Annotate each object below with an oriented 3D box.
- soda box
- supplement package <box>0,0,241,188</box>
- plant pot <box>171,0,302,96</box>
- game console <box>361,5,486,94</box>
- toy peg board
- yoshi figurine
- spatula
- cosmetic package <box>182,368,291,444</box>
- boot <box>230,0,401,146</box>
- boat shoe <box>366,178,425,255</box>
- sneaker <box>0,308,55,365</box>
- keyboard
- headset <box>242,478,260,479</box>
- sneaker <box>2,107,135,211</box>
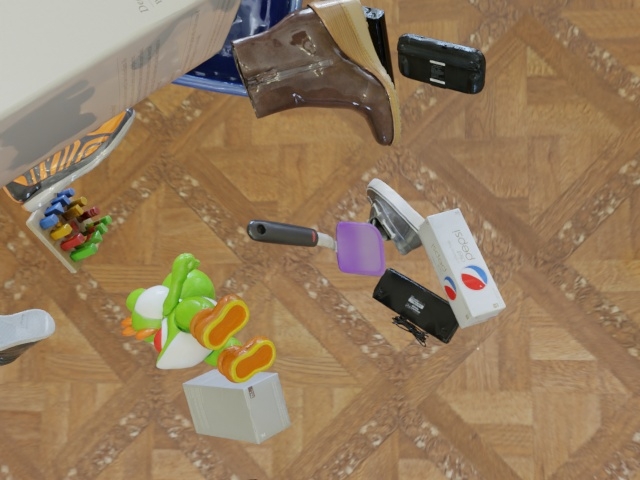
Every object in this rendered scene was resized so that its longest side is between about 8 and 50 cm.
[{"bbox_3d":[0.264,0.053,1.512,0.074,0.069,0.216,-15,67,-18],"label":"soda box"},{"bbox_3d":[-0.220,-0.143,0.508,0.293,0.177,0.175,-36,95,-14],"label":"supplement package"},{"bbox_3d":[-0.148,-0.364,1.302,0.236,0.212,0.235,9,103,-3],"label":"plant pot"},{"bbox_3d":[0.184,-0.381,1.699,0.361,0.213,0.044,22,58,28],"label":"game console"},{"bbox_3d":[-0.559,-0.041,1.817,0.079,0.161,0.160,-21,123,22],"label":"toy peg board"},{"bbox_3d":[-0.224,0.129,1.484,0.362,0.203,0.203,13,91,49],"label":"yoshi figurine"},{"bbox_3d":[0.000,0.000,1.141,0.030,0.296,0.084,-11,76,36],"label":"spatula"},{"bbox_3d":[-0.183,0.353,1.722,0.238,0.107,0.127,-5,100,45],"label":"cosmetic package"},{"bbox_3d":[-0.003,-0.225,1.203,0.207,0.090,0.248,-25,110,-8],"label":"boot"},{"bbox_3d":[0.152,-0.048,1.791,0.102,0.301,0.108,-42,120,2],"label":"boat shoe"},{"bbox_3d":[-0.751,0.231,1.783,0.147,0.296,0.104,-38,72,25],"label":"sneaker"},{"bbox_3d":[0.188,0.140,1.592,0.192,0.038,0.100,32,88,29],"label":"keyboard"},{"bbox_3d":[-0.149,0.382,0.831,0.185,0.394,0.243,11,91,25],"label":"headset"},{"bbox_3d":[-0.547,-0.212,1.643,0.321,0.124,0.180,-39,116,2],"label":"sneaker"}]
